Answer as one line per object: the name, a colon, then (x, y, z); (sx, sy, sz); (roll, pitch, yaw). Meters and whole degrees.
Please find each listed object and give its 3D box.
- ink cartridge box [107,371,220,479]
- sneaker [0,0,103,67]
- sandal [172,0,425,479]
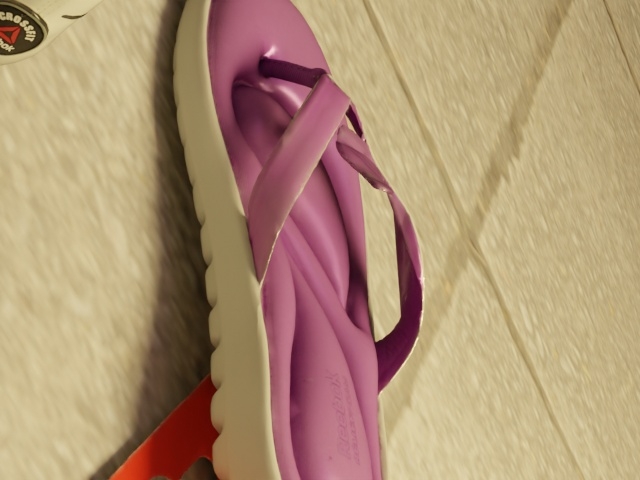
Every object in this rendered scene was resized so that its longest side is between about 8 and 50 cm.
ink cartridge box: (0.008, 0.270, 0.774); (0.308, 0.091, 0.385); (-46, 119, -60)
sneaker: (-0.124, -0.229, 0.716); (0.122, 0.146, 0.330); (34, 47, -51)
sandal: (0.008, 0.005, 0.854); (0.169, 0.102, 0.416); (33, 42, -50)
